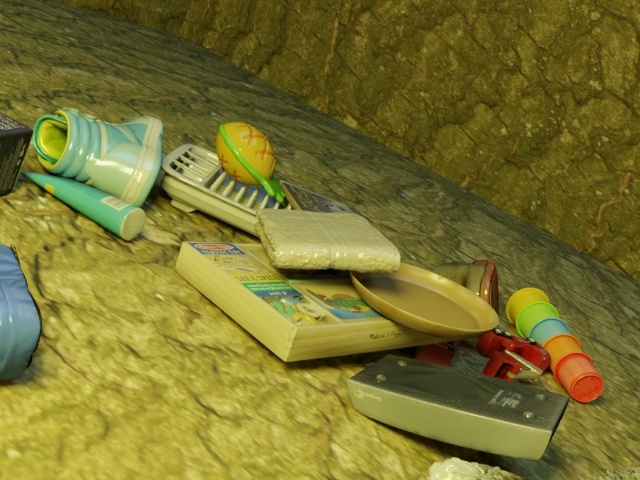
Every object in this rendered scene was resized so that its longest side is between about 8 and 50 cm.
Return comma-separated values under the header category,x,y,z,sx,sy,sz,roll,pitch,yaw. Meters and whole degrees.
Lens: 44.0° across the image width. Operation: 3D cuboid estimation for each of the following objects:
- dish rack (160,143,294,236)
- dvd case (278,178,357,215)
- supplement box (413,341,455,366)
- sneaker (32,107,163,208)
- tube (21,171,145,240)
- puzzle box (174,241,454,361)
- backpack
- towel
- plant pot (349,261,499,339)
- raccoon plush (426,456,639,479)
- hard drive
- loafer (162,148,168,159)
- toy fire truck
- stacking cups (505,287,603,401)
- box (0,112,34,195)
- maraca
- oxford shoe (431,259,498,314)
category,x,y,z,sx,sy,sz,roll,pitch,yaw
dish rack,-0.146,-0.073,1.530,0.333,0.072,0.285,24,15,-4
dvd case,0.013,-0.056,1.555,0.165,0.018,0.221,20,14,-21
supplement box,0.184,0.173,1.286,0.055,0.043,0.083,25,16,-2
sneaker,-0.392,-0.181,1.395,0.208,0.127,0.319,23,15,-22
tube,-0.362,-0.064,1.223,0.207,0.052,0.080,26,2,25
puzzle box,0.017,0.081,1.225,0.409,0.052,0.272,1,23,-46
backpack,-0.324,0.076,0.741,0.101,0.098,0.120,-6,46,-45
towel,0.000,0.000,1.233,0.187,0.049,0.282,2,13,-10
plant pot,0.151,0.090,1.193,0.237,0.032,0.236,17,17,-6
raccoon plush,0.372,0.260,0.819,0.447,0.299,0.216,22,16,-12
hard drive,0.177,0.210,1.016,0.255,0.054,0.172,10,9,23
loafer,-0.369,-0.190,1.624,0.125,0.045,0.039,29,22,2
toy fire truck,0.348,0.212,1.401,0.192,0.047,0.135,17,18,-29
stacking cups,0.447,0.204,1.535,0.096,0.096,0.316,22,21,-13
box,-0.519,-0.127,1.069,0.153,0.108,0.207,27,15,3
maraca,-0.129,-0.149,1.508,0.185,0.099,0.127,51,15,-10
oxford shoe,0.274,0.102,1.534,0.130,0.122,0.348,0,0,7
